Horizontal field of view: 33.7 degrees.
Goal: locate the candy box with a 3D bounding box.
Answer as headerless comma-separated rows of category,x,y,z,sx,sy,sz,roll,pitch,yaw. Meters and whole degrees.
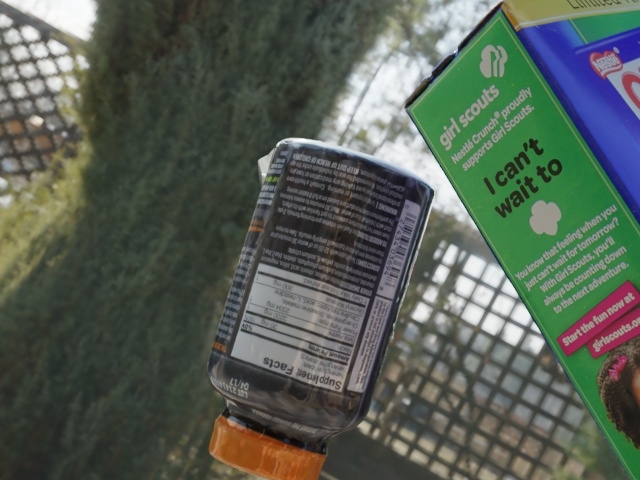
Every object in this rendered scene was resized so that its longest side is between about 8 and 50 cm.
candy box,0.244,-0.011,0.699,0.268,0.122,0.317,-17,70,-42

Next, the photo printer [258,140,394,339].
photo printer,0.000,0.000,1.341,0.307,0.107,0.256,-121,-167,-81

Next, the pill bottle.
pill bottle,-0.008,0.057,0.802,0.130,0.246,0.130,18,-3,1
